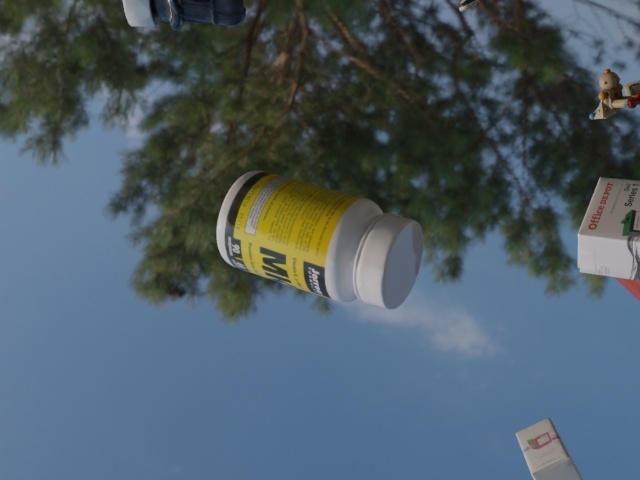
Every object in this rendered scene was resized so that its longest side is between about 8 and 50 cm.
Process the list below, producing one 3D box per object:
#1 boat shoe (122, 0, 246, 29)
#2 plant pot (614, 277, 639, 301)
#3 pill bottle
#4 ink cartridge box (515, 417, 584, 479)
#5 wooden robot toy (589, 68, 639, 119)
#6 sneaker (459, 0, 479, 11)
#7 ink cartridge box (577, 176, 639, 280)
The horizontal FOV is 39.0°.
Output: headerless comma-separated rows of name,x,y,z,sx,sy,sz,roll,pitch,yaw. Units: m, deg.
boat shoe,-0.087,-0.290,0.705,0.091,0.114,0.302,5,-110,-2
plant pot,0.679,0.052,1.644,0.265,0.272,0.272,41,-144,23
pill bottle,0.000,0.000,1.000,0.209,0.119,0.119,16,-154,28
ink cartridge box,0.288,0.283,1.101,0.088,0.052,0.122,61,-171,-8
wooden robot toy,0.544,-0.278,1.644,0.173,0.079,0.076,-28,-166,-37
sneaker,0.240,-0.399,1.442,0.032,0.037,0.083,-5,-141,49
ink cartridge box,0.548,-0.015,1.482,0.219,0.092,0.160,8,-135,28
